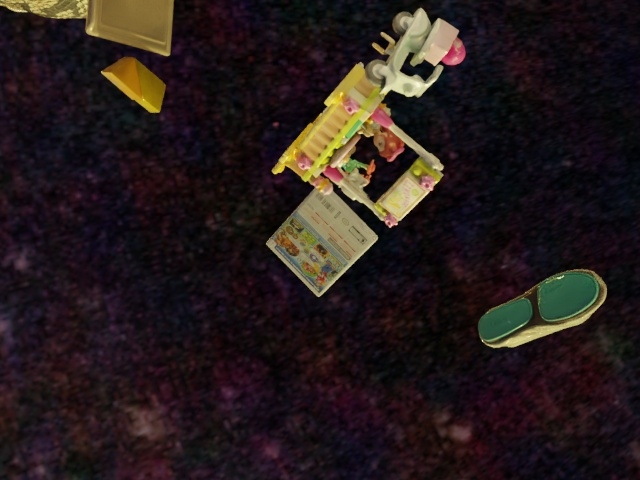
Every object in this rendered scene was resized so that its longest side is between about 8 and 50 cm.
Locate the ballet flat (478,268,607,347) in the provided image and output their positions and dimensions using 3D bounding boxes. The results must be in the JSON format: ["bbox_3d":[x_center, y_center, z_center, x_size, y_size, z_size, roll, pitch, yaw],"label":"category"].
[{"bbox_3d":[0.237,0.072,1.235,0.168,0.052,0.057,-25,58,44],"label":"ballet flat"}]

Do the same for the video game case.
[{"bbox_3d":[0.000,0.000,1.316,0.087,0.011,0.122,45,133,2],"label":"video game case"}]

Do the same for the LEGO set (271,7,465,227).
[{"bbox_3d":[0.041,-0.074,0.994,0.107,0.132,0.287,40,162,-3],"label":"LEGO set"}]

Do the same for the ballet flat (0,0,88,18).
[{"bbox_3d":[-0.342,-0.267,1.008,0.482,0.182,0.164,20,82,28],"label":"ballet flat"}]

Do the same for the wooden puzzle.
[{"bbox_3d":[-0.091,-0.125,0.567,0.014,0.078,0.116,5,84,24],"label":"wooden puzzle"}]
